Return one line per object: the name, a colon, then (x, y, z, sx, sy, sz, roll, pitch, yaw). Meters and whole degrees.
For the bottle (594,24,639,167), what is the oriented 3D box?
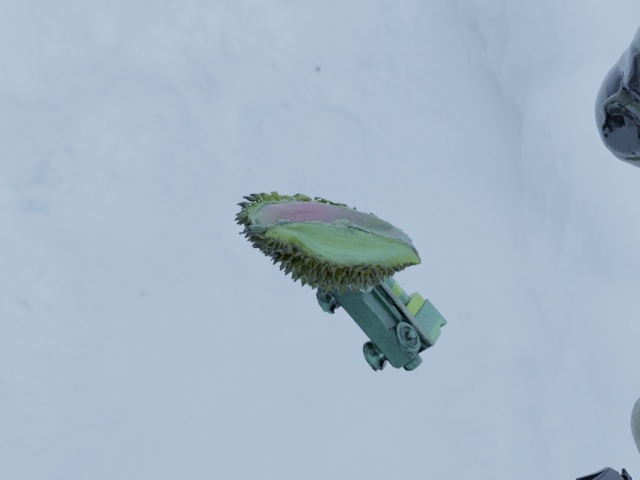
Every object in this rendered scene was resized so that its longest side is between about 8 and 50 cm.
bottle: (0.390, -0.197, 0.940, 0.169, 0.347, 0.168, 7, 59, -12)

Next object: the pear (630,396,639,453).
pear: (0.518, 0.227, 1.279, 0.164, 0.255, 0.238, -29, 113, -31)

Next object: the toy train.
toy train: (0.081, 0.089, 1.383, 0.083, 0.132, 0.200, -32, 99, 36)

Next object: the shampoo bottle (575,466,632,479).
shampoo bottle: (0.425, 0.366, 1.470, 0.027, 0.137, 0.048, -11, 79, 46)

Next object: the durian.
durian: (-0.004, 0.007, 1.147, 0.221, 0.137, 0.095, 15, 106, -19)
